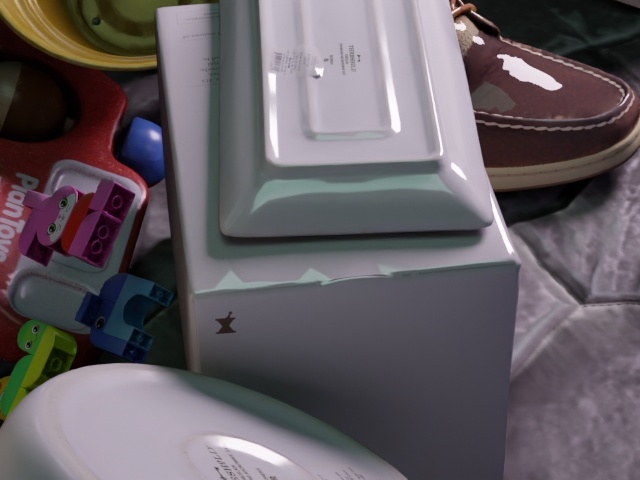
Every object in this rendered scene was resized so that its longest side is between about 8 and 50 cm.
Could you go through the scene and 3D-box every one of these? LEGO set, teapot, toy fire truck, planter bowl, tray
[{"bbox_3d":[-0.167,0.076,1.045,0.093,0.087,0.227,16,79,42],"label":"LEGO set"},{"bbox_3d":[-0.068,0.186,0.851,0.252,0.187,0.256,25,16,6],"label":"teapot"},{"bbox_3d":[-0.234,-0.052,1.202,0.254,0.169,0.302,21,39,-8],"label":"toy fire truck"},{"bbox_3d":[-0.126,-0.193,1.247,0.217,0.090,0.217,0,67,0],"label":"planter bowl"},{"bbox_3d":[0.013,-0.095,1.030,0.145,0.030,0.270,-3,38,-1],"label":"tray"}]

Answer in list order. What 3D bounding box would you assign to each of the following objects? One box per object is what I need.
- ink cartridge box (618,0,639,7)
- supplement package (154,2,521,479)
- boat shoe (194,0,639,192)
[{"bbox_3d":[0.257,-0.308,1.454,0.232,0.168,0.171,24,46,33],"label":"ink cartridge box"},{"bbox_3d":[0.000,0.000,1.075,0.177,0.175,0.293,-5,38,-5],"label":"supplement package"},{"bbox_3d":[0.062,-0.128,1.277,0.342,0.123,0.123,13,41,21],"label":"boat shoe"}]
